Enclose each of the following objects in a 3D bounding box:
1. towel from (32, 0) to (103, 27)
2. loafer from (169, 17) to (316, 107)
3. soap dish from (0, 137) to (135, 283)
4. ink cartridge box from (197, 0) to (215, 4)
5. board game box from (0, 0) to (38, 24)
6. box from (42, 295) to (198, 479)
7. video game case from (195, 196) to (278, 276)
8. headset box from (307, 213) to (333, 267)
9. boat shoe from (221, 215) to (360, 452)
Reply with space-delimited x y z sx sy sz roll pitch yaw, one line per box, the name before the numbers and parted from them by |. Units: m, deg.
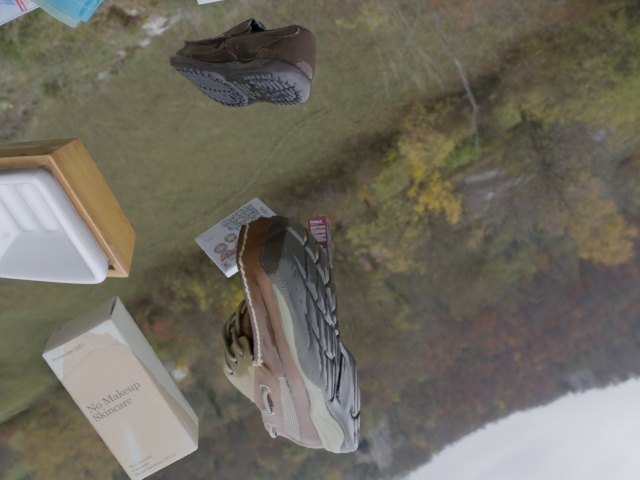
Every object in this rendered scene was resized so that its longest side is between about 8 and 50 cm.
towel | -0.250 -0.430 0.730 0.370 0.271 0.040 -49 -158 17
loafer | -0.129 -0.321 1.349 0.134 0.366 0.130 38 74 -45
soap dish | -0.441 -0.047 1.163 0.291 0.229 0.118 0 -139 30
ink cartridge box | -0.150 -0.664 1.659 0.270 0.198 0.197 -2 -145 26
board game box | -0.709 -0.502 1.337 0.066 0.318 0.318 0 -147 47
box | -0.366 0.277 1.413 0.148 0.311 0.121 -29 -161 0
video game case | -0.155 -0.010 1.508 0.157 0.143 0.019 -36 134 -13
headset box | 0.000 0.000 1.179 0.032 0.083 0.062 -5 174 4
boat shoe | -0.040 0.113 0.740 0.120 0.122 0.324 -3 135 12
